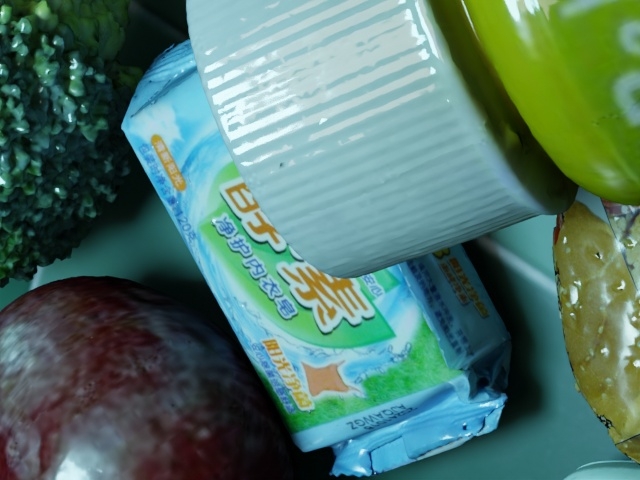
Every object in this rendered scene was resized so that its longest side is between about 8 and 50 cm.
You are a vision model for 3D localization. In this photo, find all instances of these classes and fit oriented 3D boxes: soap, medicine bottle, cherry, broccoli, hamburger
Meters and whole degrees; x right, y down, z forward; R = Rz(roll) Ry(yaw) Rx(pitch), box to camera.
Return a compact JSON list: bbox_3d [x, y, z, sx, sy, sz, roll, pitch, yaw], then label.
[{"bbox_3d":[0.000,0.000,1.134,0.156,0.077,0.293,-25,97,40],"label":"soap"},{"bbox_3d":[0.147,-0.132,0.856,0.384,0.224,0.224,-21,83,21],"label":"medicine bottle"},{"bbox_3d":[-0.126,0.139,1.210,0.203,0.230,0.300,-35,55,-6],"label":"cherry"},{"bbox_3d":[-0.239,-0.097,1.237,0.249,0.375,0.302,-1,75,1],"label":"broccoli"},{"bbox_3d":[0.219,0.017,0.965,0.231,0.107,0.231,8,103,39],"label":"hamburger"}]

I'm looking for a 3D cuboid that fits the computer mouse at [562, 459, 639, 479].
[{"bbox_3d":[0.234,0.206,0.992,0.288,0.097,0.159,10,99,53],"label":"computer mouse"}]
